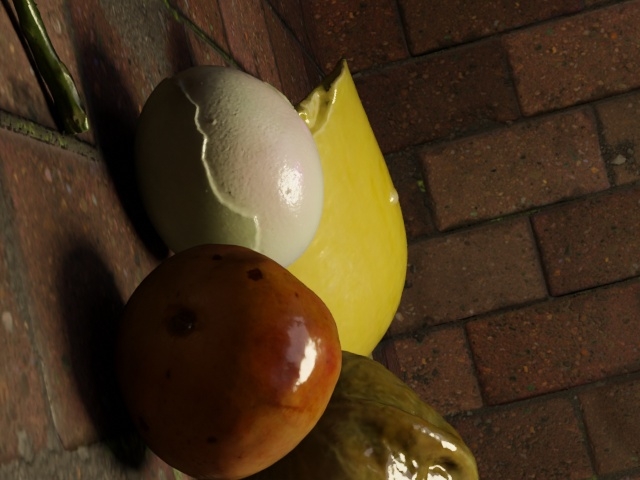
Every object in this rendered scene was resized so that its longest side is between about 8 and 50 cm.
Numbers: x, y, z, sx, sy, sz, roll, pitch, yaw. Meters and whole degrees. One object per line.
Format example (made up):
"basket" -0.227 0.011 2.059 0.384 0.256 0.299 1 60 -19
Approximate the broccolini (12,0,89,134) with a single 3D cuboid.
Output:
"broccolini" -0.225 -0.196 0.921 0.071 0.057 0.254 -43 126 -31

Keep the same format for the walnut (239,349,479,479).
"walnut" 0.035 0.245 1.232 0.283 0.283 0.227 67 30 -49

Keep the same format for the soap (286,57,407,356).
"soap" -0.003 -0.001 1.541 0.306 0.115 0.427 -50 137 -36

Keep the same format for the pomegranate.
"pomegranate" -0.078 0.100 0.976 0.191 0.191 0.191 -14 90 -82

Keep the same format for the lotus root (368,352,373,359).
"lotus root" 0.058 0.246 2.039 0.183 0.077 0.090 -96 178 -46

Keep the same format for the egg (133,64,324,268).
"egg" -0.093 -0.071 1.158 0.217 0.183 0.183 62 15 -47
